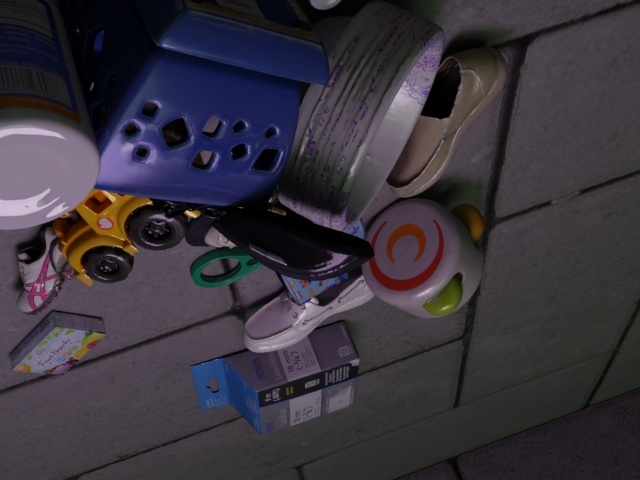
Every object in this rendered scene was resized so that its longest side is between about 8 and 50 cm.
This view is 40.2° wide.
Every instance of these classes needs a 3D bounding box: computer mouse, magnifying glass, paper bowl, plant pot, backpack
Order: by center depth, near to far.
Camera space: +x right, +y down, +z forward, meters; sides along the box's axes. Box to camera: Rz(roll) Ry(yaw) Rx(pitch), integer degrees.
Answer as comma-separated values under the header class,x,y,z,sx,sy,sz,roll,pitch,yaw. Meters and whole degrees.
class,x,y,z,sx,sy,sz,roll,pitch,yaw
plant pot,-0.140,-0.194,0.941,0.235,0.236,0.212,7,133,-38
computer mouse,-0.058,-0.005,1.030,0.184,0.261,0.060,-23,128,-74
paper bowl,0.030,-0.162,1.095,0.284,0.148,0.284,-60,170,-18
backpack,0.000,0.000,1.422,0.173,0.117,0.158,-28,139,-8
magnifying glass,-0.110,0.030,1.502,0.230,0.026,0.092,-14,148,-11

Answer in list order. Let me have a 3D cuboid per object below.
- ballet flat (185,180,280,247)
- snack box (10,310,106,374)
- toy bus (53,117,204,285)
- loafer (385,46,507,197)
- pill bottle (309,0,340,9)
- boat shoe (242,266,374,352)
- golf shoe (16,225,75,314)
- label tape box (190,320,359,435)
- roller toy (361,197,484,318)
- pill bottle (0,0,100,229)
class,x,y,z,sx,sy,sz,roll,pitch,yaw
ballet flat,-0.133,-0.034,1.340,0.203,0.074,0.074,-39,145,26
snack box,-0.449,0.178,1.495,0.100,0.037,0.141,17,131,-45
toy bus,-0.290,-0.070,1.131,0.220,0.150,0.211,-33,135,21
loafer,0.161,-0.178,1.288,0.092,0.102,0.269,7,129,-37
pill bottle,-0.005,-0.304,0.991,0.043,0.083,0.043,-16,149,-10
boat shoe,-0.026,0.107,1.608,0.277,0.098,0.096,-29,149,-7
golf shoe,-0.412,0.041,1.297,0.086,0.068,0.186,32,127,-20
label tape box,-0.092,0.313,1.867,0.333,0.106,0.241,-16,148,-11
roller toy,0.181,0.032,1.529,0.191,0.210,0.146,1,164,35
pill bottle,-0.311,-0.159,0.836,0.152,0.272,0.152,-17,148,-11
